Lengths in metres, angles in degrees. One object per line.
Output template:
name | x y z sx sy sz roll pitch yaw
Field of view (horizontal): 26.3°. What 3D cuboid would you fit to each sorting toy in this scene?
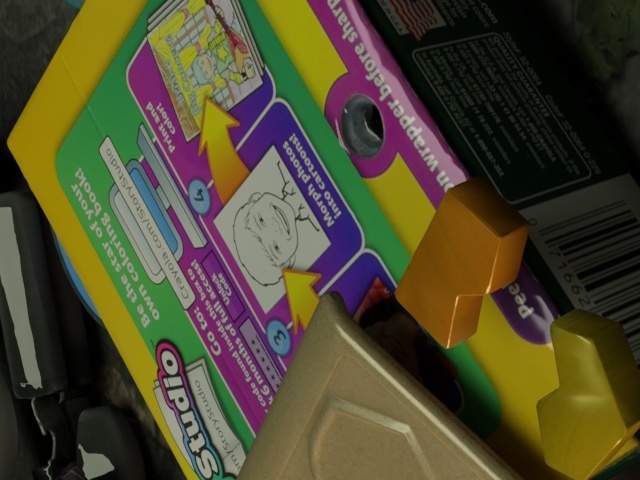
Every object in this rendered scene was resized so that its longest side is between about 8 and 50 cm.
sorting toy | 0.062 0.129 0.590 0.229 0.041 0.307 46 135 23

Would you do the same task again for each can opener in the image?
can opener | -0.196 0.095 1.068 0.093 0.074 0.280 -16 85 19

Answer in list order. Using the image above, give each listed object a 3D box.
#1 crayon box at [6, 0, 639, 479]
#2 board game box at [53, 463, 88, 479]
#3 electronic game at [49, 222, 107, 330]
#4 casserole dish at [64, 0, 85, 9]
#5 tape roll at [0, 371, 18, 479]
crayon box | 0.000 0.000 0.720 0.363 0.106 0.313 60 139 15
board game box | -0.209 0.319 1.079 0.208 0.056 0.347 48 138 -1
electronic game | -0.139 -0.040 0.968 0.229 0.048 0.229 14 107 51
casserole dish | -0.081 -0.188 0.766 0.037 0.188 0.114 52 168 9
tape roll | -0.373 0.169 1.035 0.169 0.246 0.246 -42 64 44
